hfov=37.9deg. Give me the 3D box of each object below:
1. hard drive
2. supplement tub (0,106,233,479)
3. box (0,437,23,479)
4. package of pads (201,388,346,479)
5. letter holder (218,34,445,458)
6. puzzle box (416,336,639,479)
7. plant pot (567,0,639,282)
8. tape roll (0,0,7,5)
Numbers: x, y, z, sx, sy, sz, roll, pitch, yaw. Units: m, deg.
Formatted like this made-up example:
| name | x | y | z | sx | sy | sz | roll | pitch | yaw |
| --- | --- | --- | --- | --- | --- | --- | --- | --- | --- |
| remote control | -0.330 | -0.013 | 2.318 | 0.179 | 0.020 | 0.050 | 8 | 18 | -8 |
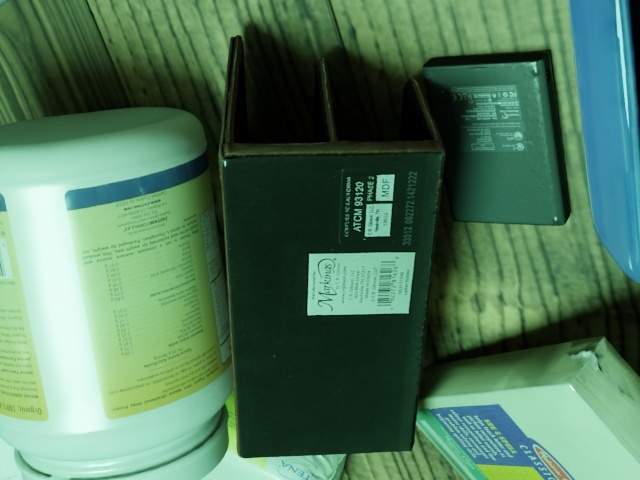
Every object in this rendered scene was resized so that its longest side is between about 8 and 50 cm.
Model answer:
| name | x | y | z | sx | sy | sz | roll | pitch | yaw |
| --- | --- | --- | --- | --- | --- | --- | --- | --- | --- |
| hard drive | 0.134 | -0.074 | 0.708 | 0.094 | 0.022 | 0.135 | 3 | 122 | 31 |
| supplement tub | -0.197 | 0.053 | 0.832 | 0.228 | 0.228 | 0.316 | 4 | 108 | 31 |
| box | -0.368 | 0.087 | 0.984 | 0.322 | 0.058 | 0.232 | -128 | 16 | -65 |
| package of pads | -0.125 | 0.246 | 1.052 | 0.296 | 0.101 | 0.229 | 26 | 133 | 14 |
| letter holder | 0.000 | 0.000 | 0.781 | 0.152 | 0.214 | 0.302 | -2 | 127 | -4 |
| puzzle box | 0.265 | 0.255 | 0.772 | 0.409 | 0.052 | 0.272 | 49 | 156 | -7 |
| plant pot | 0.260 | -0.102 | 0.470 | 0.212 | 0.236 | 0.236 | 7 | 124 | 37 |
| tape roll | -0.294 | -0.288 | 0.682 | 0.169 | 0.246 | 0.246 | -16 | 111 | 39 |
